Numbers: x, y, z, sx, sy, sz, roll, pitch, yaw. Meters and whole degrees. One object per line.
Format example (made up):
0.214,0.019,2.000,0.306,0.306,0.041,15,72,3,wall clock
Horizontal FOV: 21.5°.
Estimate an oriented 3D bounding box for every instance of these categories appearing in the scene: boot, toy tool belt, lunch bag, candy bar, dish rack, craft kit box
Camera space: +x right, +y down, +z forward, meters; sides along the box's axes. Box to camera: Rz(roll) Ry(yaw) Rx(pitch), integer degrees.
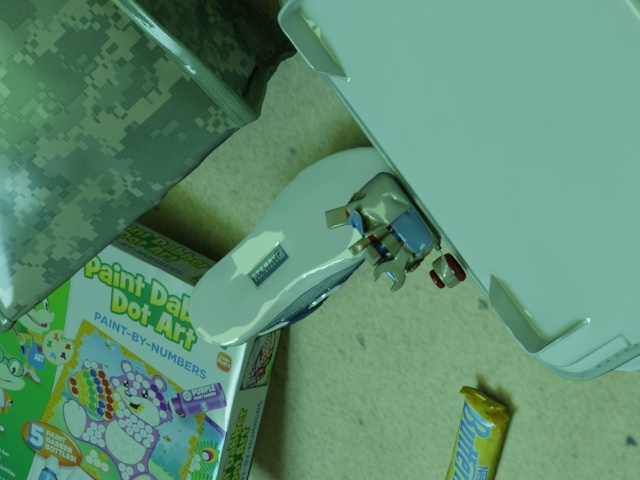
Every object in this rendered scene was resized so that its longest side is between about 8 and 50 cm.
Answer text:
0.000,0.000,1.098,0.190,0.086,0.069,-36,77,28,boot
0.043,0.004,0.997,0.051,0.052,0.083,-38,78,11,toy tool belt
-0.202,-0.130,1.029,0.235,0.169,0.287,-39,103,23,lunch bag
0.099,0.156,1.133,0.040,0.018,0.161,38,142,27,candy bar
0.108,-0.083,0.887,0.333,0.072,0.285,53,145,5,dish rack
-0.157,0.108,1.288,0.250,0.061,0.247,25,113,26,craft kit box
